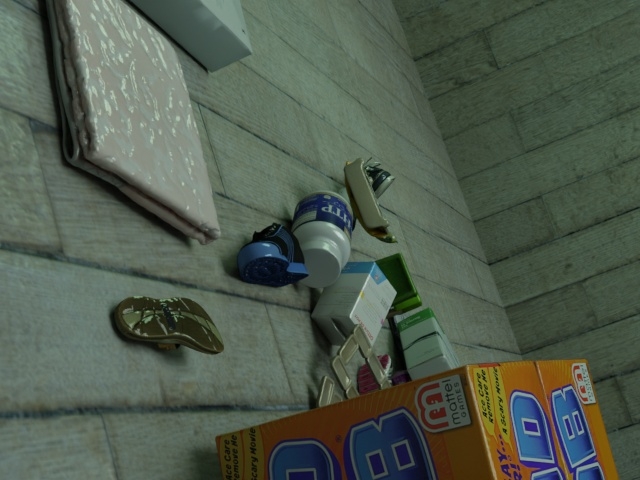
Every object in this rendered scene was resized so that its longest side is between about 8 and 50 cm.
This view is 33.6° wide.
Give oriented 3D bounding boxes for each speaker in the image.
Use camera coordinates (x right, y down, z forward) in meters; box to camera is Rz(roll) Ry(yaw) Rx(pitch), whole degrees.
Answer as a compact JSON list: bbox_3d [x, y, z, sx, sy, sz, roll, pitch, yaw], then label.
[{"bbox_3d":[0.052,-0.062,2.234,0.055,0.055,0.136,61,17,-20],"label":"speaker"}]

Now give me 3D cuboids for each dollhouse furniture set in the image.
[{"bbox_3d":[0.073,0.010,2.093,0.197,0.151,0.302,48,21,-77],"label":"dollhouse furniture set"}]

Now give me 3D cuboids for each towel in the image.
[{"bbox_3d":[-0.255,-0.185,1.442,0.317,0.053,0.332,37,34,-59],"label":"towel"}]

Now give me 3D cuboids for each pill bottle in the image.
[{"bbox_3d":[0.000,0.000,1.896,0.112,0.112,0.187,59,19,-26],"label":"pill bottle"}]

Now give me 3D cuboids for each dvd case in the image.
[{"bbox_3d":[0.211,0.245,2.401,0.221,0.018,0.165,35,36,-61],"label":"dvd case"}]

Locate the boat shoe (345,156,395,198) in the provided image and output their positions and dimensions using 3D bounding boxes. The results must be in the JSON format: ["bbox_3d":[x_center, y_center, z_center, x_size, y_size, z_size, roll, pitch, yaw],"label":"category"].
[{"bbox_3d":[0.107,-0.130,2.354,0.079,0.095,0.254,49,-1,-2],"label":"boat shoe"}]

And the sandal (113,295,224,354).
[{"bbox_3d":[-0.189,0.107,1.294,0.180,0.049,0.072,14,48,-52],"label":"sandal"}]

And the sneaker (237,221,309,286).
[{"bbox_3d":[-0.085,0.016,1.681,0.232,0.081,0.090,33,34,-74],"label":"sneaker"}]

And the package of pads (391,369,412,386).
[{"bbox_3d":[0.177,0.295,2.207,0.050,0.032,0.083,67,16,11],"label":"package of pads"}]

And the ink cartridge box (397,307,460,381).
[{"bbox_3d":[0.238,0.261,2.236,0.153,0.086,0.208,61,9,-21],"label":"ink cartridge box"}]

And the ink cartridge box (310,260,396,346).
[{"bbox_3d":[0.056,0.121,1.888,0.092,0.089,0.143,54,50,-36],"label":"ink cartridge box"}]

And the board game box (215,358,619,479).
[{"bbox_3d":[0.147,0.361,1.290,0.356,0.356,0.356,7,66,-56],"label":"board game box"}]

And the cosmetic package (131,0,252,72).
[{"bbox_3d":[-0.251,-0.512,1.796,0.284,0.097,0.377,34,37,-59],"label":"cosmetic package"}]

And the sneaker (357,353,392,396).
[{"bbox_3d":[0.110,0.283,1.963,0.075,0.063,0.170,59,24,-27],"label":"sneaker"}]

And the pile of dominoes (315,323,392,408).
[{"bbox_3d":[0.062,0.298,1.799,0.196,0.040,0.251,-49,120,-48],"label":"pile of dominoes"}]
